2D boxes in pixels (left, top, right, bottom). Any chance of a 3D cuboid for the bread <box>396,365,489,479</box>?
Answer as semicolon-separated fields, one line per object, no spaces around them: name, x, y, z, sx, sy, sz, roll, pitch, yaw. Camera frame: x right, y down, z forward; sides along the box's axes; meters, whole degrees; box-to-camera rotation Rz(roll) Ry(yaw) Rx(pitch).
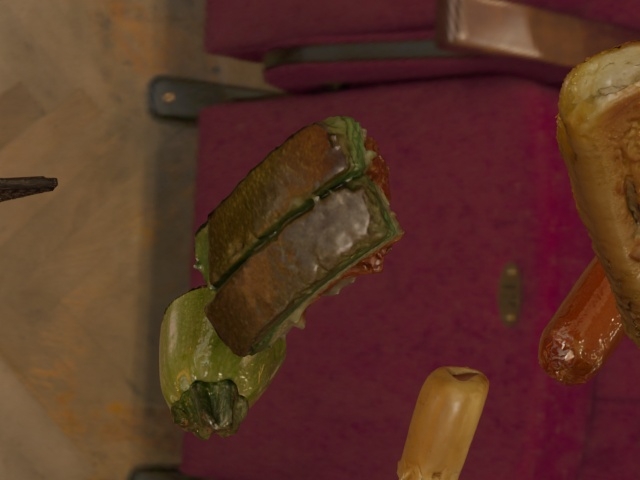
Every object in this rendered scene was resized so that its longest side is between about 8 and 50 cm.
bread;0.163;0.248;1.703;0.085;0.134;0.173;18;101;6

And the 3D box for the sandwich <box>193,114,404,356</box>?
sandwich;0.005;-0.004;0.909;0.160;0.185;0.109;-9;68;-49

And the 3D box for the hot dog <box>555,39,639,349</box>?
hot dog;0.192;-0.017;0.736;0.289;0.083;0.068;57;24;-55

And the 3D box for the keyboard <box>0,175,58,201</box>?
keyboard;-0.274;-0.029;0.951;0.061;0.204;0.013;-5;87;-43

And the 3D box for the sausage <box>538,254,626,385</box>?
sausage;0.290;0.072;1.317;0.197;0.076;0.076;-50;115;-31

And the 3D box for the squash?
squash;-0.085;0.112;0.959;0.105;0.105;0.132;52;26;-22
